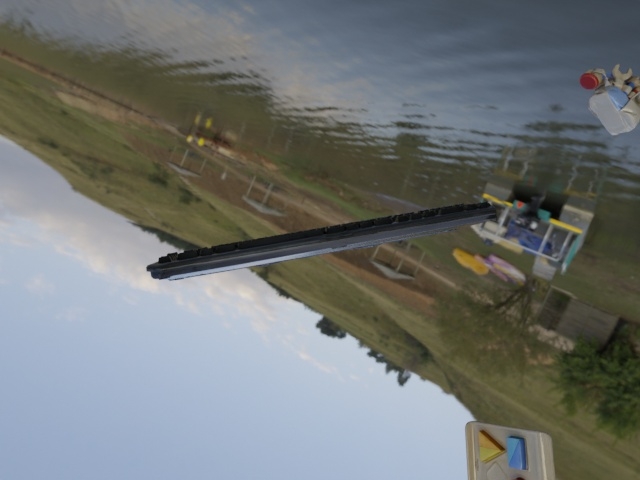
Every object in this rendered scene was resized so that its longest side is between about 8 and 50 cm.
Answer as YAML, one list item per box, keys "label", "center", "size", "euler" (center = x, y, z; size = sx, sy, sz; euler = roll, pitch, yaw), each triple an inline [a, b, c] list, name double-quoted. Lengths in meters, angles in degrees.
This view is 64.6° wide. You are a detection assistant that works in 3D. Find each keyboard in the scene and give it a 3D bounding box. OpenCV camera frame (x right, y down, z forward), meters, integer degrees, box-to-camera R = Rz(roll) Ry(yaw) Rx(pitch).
- label: "keyboard"
  center: [0.000, 0.000, 0.518]
  size: [0.318, 0.033, 0.201]
  euler: [-9, 177, -9]

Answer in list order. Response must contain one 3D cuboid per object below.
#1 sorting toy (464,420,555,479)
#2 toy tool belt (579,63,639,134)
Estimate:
- label: "sorting toy"
  center: [0.121, 0.164, 0.328]
  size: [0.012, 0.083, 0.062]
  euler: [9, 165, -36]
- label: "toy tool belt"
  center: [0.314, -0.158, 0.539]
  size: [0.083, 0.051, 0.052]
  euler: [47, 164, -14]
